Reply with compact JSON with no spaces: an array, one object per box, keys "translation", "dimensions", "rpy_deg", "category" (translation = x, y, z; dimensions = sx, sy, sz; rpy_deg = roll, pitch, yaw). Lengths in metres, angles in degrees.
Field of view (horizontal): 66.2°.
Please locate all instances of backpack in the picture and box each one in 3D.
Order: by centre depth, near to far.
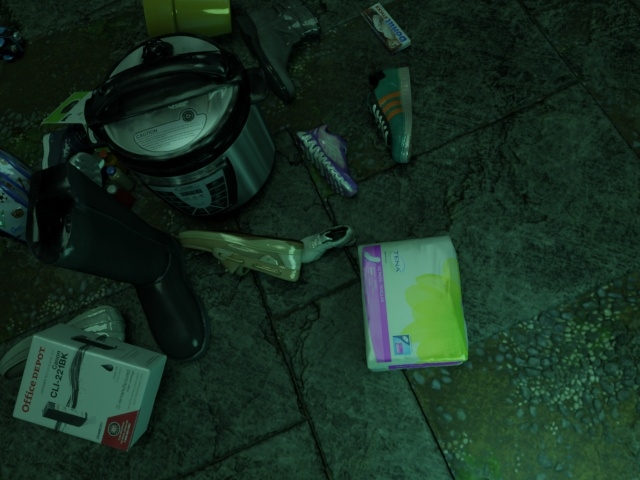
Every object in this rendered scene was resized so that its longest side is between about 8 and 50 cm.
[{"translation":[-0.864,-0.125,1.335],"dimensions":[0.213,0.276,0.263],"rpy_deg":[-42,82,-5],"category":"backpack"}]

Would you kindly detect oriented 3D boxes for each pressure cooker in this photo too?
[{"translation":[-0.329,-0.284,1.201],"dimensions":[0.375,0.420,0.370],"rpy_deg":[30,77,17],"category":"pressure cooker"}]

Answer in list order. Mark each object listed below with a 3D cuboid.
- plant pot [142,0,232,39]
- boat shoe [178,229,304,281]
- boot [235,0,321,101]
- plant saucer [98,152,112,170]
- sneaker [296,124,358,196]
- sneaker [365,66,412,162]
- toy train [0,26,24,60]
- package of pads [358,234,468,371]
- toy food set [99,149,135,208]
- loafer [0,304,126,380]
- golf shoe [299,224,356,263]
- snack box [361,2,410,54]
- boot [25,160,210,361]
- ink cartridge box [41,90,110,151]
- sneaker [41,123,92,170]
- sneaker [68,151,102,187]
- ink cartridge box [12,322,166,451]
[{"translation":[-0.389,-0.711,1.471],"dimensions":[0.239,0.254,0.254],"rpy_deg":[-2,70,-7],"category":"plant pot"},{"translation":[-0.210,0.034,1.227],"dimensions":[0.341,0.121,0.110],"rpy_deg":[8,94,22],"category":"boat shoe"},{"translation":[-0.091,-0.582,1.438],"dimensions":[0.223,0.118,0.338],"rpy_deg":[-25,73,-6],"category":"boot"},{"translation":[-0.648,-0.195,1.414],"dimensions":[0.018,0.067,0.192],"rpy_deg":[38,76,-25],"category":"plant saucer"},{"translation":[0.036,-0.221,1.298],"dimensions":[0.104,0.095,0.236],"rpy_deg":[-32,67,-11],"category":"sneaker"},{"translation":[0.183,-0.331,1.308],"dimensions":[0.121,0.108,0.302],"rpy_deg":[-3,62,9],"category":"sneaker"},{"translation":[-1.085,-0.672,1.650],"dimensions":[0.184,0.080,0.105],"rpy_deg":[12,67,14],"category":"toy train"},{"translation":[0.212,0.141,1.130],"dimensions":[0.229,0.101,0.296],"rpy_deg":[-6,70,8],"category":"package of pads"},{"translation":[-0.595,-0.124,1.355],"dimensions":[0.111,0.104,0.232],"rpy_deg":[19,75,15],"category":"toy food set"},{"translation":[-0.639,0.273,1.218],"dimensions":[0.319,0.112,0.111],"rpy_deg":[-27,60,-1],"category":"loafer"},{"translation":[0.000,0.000,1.225],"dimensions":[0.176,0.086,0.069],"rpy_deg":[-23,70,2],"category":"golf shoe"},{"translation":[0.192,-0.627,1.451],"dimensions":[0.064,0.022,0.178],"rpy_deg":[-30,68,-3],"category":"snack box"},{"translation":[-0.420,0.075,1.072],"dimensions":[0.146,0.445,0.367],"rpy_deg":[-27,68,-1],"category":"boot"},{"translation":[-0.618,-0.345,1.407],"dimensions":[0.255,0.097,0.189],"rpy_deg":[3,45,11],"category":"ink cartridge box"},{"translation":[-0.715,-0.247,1.430],"dimensions":[0.163,0.086,0.226],"rpy_deg":[-20,67,4],"category":"sneaker"},{"translation":[-0.666,-0.097,1.295],"dimensions":[0.115,0.105,0.281],"rpy_deg":[17,94,27],"category":"sneaker"},{"translation":[-0.521,0.328,1.118],"dimensions":[0.273,0.114,0.197],"rpy_deg":[16,94,2],"category":"ink cartridge box"}]
